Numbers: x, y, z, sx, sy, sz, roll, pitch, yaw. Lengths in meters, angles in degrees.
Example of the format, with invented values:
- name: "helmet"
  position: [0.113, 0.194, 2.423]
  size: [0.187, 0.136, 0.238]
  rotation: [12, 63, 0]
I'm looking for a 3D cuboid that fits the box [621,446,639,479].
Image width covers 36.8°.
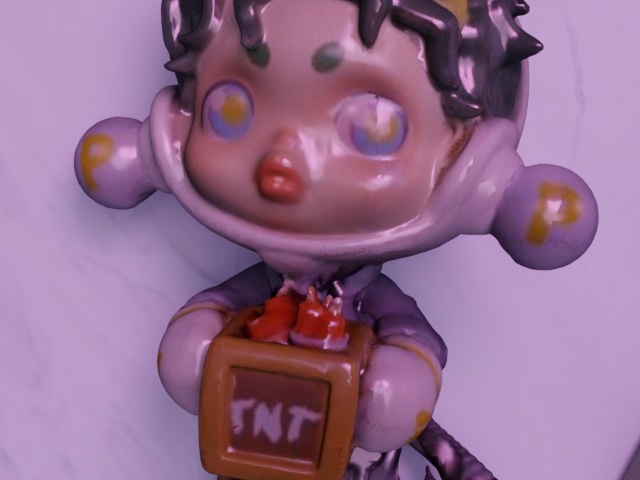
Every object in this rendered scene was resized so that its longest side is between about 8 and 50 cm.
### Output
- name: "box"
  position: [0.264, 0.248, 0.555]
  size: [0.225, 0.117, 0.225]
  rotation: [31, 83, -8]

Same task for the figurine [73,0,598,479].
- name: "figurine"
  position: [-0.004, 0.000, 0.488]
  size: [0.261, 0.186, 0.381]
  rotation: [7, 94, 2]
